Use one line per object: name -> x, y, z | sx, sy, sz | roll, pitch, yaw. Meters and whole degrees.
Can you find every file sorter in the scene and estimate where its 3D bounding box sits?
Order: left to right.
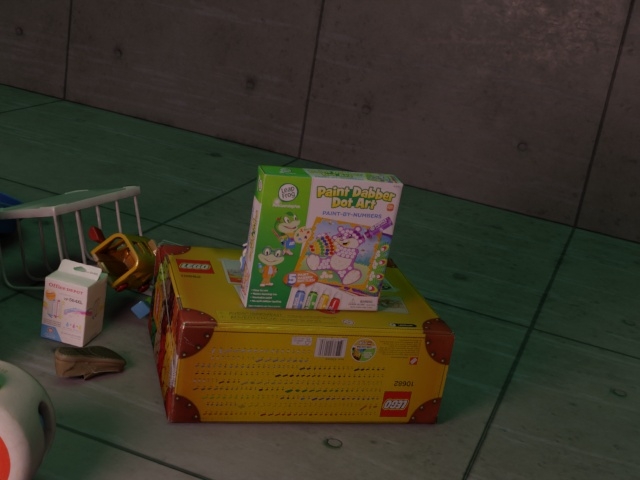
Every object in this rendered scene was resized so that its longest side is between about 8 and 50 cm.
file sorter -> -0.541, -0.009, 2.091 | 0.192, 0.173, 0.277 | -2, 11, 29

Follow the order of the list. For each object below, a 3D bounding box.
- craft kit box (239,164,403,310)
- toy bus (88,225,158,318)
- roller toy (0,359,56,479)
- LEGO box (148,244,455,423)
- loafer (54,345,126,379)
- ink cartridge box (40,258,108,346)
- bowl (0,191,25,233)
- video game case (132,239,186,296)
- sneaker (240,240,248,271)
craft kit box -> 0.000, 0.000, 1.659 | 0.249, 0.247, 0.061 | 2, 20, -18
toy bus -> -0.380, 0.041, 1.993 | 0.191, 0.104, 0.202 | 47, 14, -33
roller toy -> -0.476, 0.269, 1.336 | 0.191, 0.209, 0.146 | 47, 15, -11
LEGO box -> -0.053, 0.171, 1.818 | 0.499, 0.193, 0.372 | 4, 20, -16
loafer -> -0.417, 0.221, 1.725 | 0.148, 0.050, 0.056 | 13, 14, -45
ink cartridge box -> -0.474, 0.115, 1.850 | 0.092, 0.143, 0.090 | 13, 19, 10
bowl -> -0.885, -0.109, 2.233 | 0.390, 0.077, 0.391 | 20, 1, 0
video game case -> -0.350, 0.068, 2.236 | 0.204, 0.025, 0.285 | 16, 19, 16
sneaker -> -0.108, 0.013, 1.821 | 0.081, 0.080, 0.211 | 11, 18, -6
